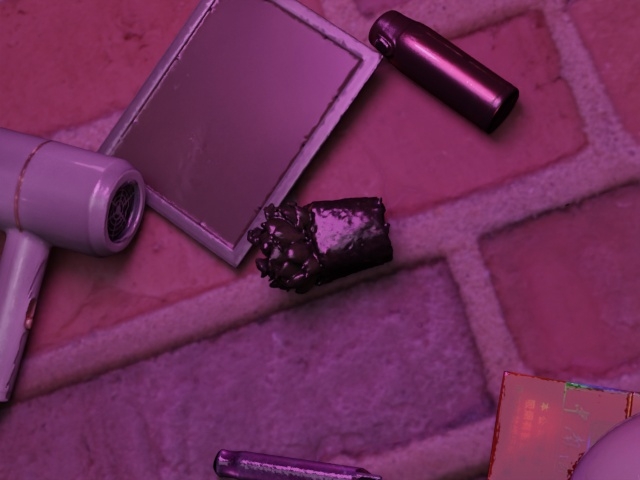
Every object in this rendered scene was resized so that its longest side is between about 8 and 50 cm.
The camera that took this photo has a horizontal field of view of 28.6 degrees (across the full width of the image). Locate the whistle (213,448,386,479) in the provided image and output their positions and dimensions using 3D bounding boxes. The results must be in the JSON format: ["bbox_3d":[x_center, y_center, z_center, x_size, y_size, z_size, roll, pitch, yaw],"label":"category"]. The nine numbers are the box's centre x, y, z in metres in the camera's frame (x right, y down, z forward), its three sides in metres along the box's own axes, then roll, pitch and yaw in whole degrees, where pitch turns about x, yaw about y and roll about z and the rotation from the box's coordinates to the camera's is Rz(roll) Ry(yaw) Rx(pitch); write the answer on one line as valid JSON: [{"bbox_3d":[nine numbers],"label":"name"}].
[{"bbox_3d":[-0.021,0.233,1.248,0.176,0.033,0.033,7,80,13],"label":"whistle"}]

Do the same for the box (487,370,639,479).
[{"bbox_3d":[0.253,0.194,1.197,0.175,0.048,0.112,7,80,12],"label":"box"}]

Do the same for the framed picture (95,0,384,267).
[{"bbox_3d":[-0.091,-0.137,1.332,0.217,0.017,0.274,37,93,17],"label":"framed picture"}]

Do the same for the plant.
[{"bbox_3d":[0.000,0.000,1.265,0.143,0.092,0.095,-15,82,0],"label":"plant"}]

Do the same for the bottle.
[{"bbox_3d":[0.123,-0.178,1.294,0.164,0.060,0.060,38,87,16],"label":"bottle"}]

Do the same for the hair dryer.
[{"bbox_3d":[-0.311,0.072,1.315,0.173,0.107,0.358,15,92,19],"label":"hair dryer"}]

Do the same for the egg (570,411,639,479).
[{"bbox_3d":[0.331,0.220,1.061,0.217,0.183,0.183,-26,75,4],"label":"egg"}]
